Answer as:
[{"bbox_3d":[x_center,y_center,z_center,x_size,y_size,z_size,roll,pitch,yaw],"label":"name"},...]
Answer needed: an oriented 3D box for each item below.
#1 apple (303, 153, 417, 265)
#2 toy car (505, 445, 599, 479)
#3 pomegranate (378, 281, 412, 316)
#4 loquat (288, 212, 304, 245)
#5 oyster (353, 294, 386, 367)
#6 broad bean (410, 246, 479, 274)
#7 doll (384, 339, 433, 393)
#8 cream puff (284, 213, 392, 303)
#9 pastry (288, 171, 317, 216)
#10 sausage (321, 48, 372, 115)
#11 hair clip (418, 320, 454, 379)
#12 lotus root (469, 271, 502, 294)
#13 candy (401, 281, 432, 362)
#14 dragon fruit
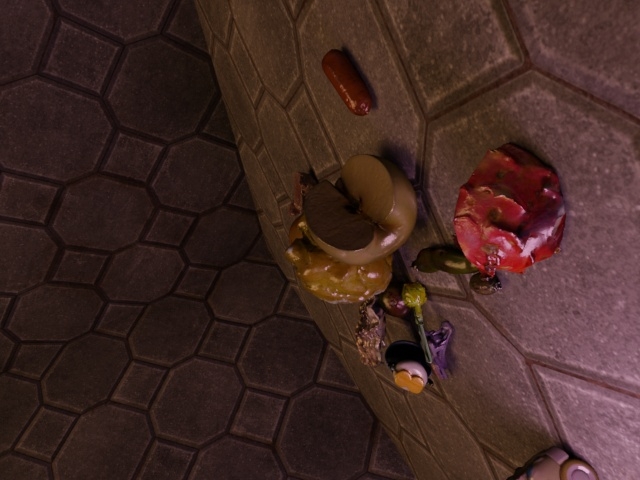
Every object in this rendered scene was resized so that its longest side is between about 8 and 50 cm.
[{"bbox_3d":[0.119,-0.076,1.255,0.233,0.295,0.258,38,-171,-45],"label":"apple"},{"bbox_3d":[0.571,0.684,1.055,0.336,0.226,0.242,57,164,31],"label":"toy car"},{"bbox_3d":[0.260,0.194,1.542,0.130,0.130,0.130,57,164,26],"label":"pomegranate"},{"bbox_3d":[0.000,0.000,1.851,0.263,0.263,0.263,57,164,26],"label":"loquat"},{"bbox_3d":[0.182,0.305,1.630,0.238,0.115,0.351,-66,-21,-59],"label":"oyster"},{"bbox_3d":[0.315,0.052,1.196,0.077,0.061,0.339,58,167,-6],"label":"broad bean"},{"bbox_3d":[0.307,0.436,1.592,0.177,0.141,0.314,25,-172,9],"label":"doll"},{"bbox_3d":[0.068,0.012,1.482,0.378,0.378,0.275,50,137,42],"label":"cream puff"},{"bbox_3d":[-0.074,-0.206,2.030,0.265,0.112,0.102,118,137,-58],"label":"pastry"},{"bbox_3d":[0.073,-0.418,1.219,0.197,0.076,0.076,60,165,10],"label":"sausage"},{"bbox_3d":[0.368,0.355,1.478,0.137,0.090,0.278,-118,12,-45],"label":"hair clip"},{"bbox_3d":[0.382,0.099,1.060,0.049,0.054,0.099,45,169,-11],"label":"lotus root"},{"bbox_3d":[0.304,0.247,1.399,0.077,0.073,0.262,109,158,-53],"label":"candy"},{"bbox_3d":[0.333,-0.020,0.818,0.126,0.161,0.274,42,152,61],"label":"dragon fruit"}]
